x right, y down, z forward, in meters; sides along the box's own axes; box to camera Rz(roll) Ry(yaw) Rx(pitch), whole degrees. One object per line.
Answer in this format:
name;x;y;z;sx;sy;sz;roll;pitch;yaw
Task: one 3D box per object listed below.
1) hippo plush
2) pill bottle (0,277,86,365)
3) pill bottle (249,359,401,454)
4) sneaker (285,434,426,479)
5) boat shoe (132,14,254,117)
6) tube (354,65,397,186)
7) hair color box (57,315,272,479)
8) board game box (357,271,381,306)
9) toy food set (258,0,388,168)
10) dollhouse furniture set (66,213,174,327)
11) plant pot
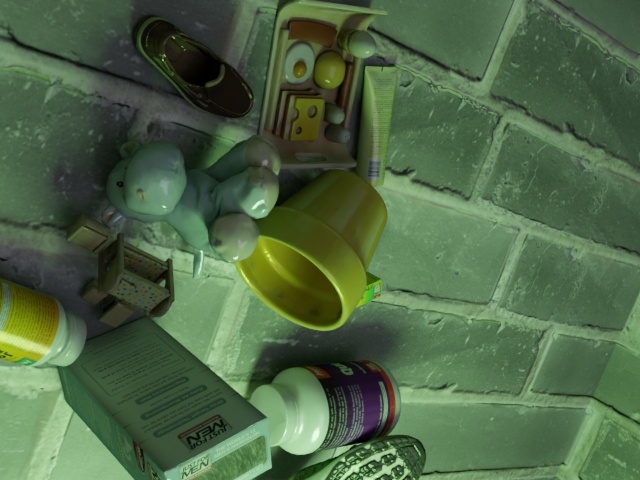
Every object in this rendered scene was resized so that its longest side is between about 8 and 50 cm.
hippo plush;-0.220;-0.097;1.447;0.236;0.294;0.234;26;73;-21
pill bottle;-0.474;0.129;1.365;0.208;0.117;0.118;30;90;-47
pill bottle;0.010;0.355;1.879;0.322;0.181;0.182;2;110;-43
sneaker;0.035;0.518;1.937;0.410;0.182;0.158;-27;105;6
boat shoe;-0.191;-0.267;1.436;0.257;0.095;0.095;29;90;-47
tube;0.110;-0.230;1.767;0.070;0.062;0.240;-69;165;-73
hair color box;-0.265;0.278;1.446;0.185;0.374;0.114;-23;125;-32
board game box;0.031;0.113;1.838;0.181;0.092;0.043;-23;124;-33
toy food set;0.012;-0.282;1.618;0.219;0.092;0.306;-6;114;-41
dollhouse furniture set;-0.358;0.075;1.421;0.161;0.101;0.182;-38;132;26
plant pot;0.000;0.000;1.662;0.239;0.254;0.254;-54;139;-31
